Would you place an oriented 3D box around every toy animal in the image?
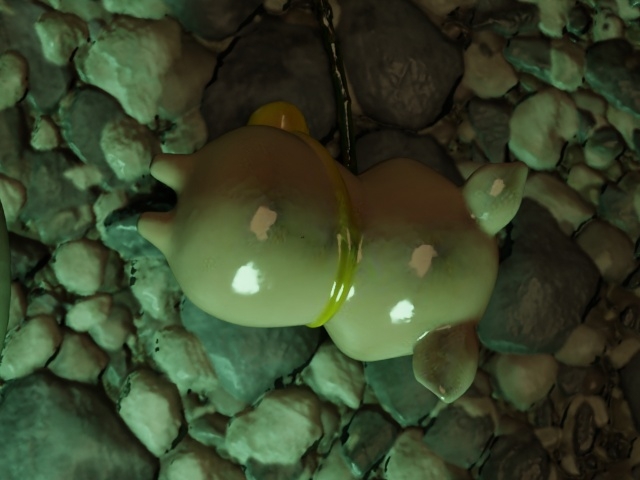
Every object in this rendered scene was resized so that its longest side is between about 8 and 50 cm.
[{"bbox_3d":[0.001,-0.003,1.014,0.248,0.149,0.165,13,98,-4],"label":"toy animal"}]

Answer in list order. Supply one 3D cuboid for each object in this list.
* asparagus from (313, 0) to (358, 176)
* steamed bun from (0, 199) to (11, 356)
[{"bbox_3d":[0.011,-0.121,1.086,0.016,0.016,0.162,-10,90,2],"label":"asparagus"},{"bbox_3d":[-0.343,0.021,0.868,0.324,0.206,0.324,1,86,-20],"label":"steamed bun"}]
